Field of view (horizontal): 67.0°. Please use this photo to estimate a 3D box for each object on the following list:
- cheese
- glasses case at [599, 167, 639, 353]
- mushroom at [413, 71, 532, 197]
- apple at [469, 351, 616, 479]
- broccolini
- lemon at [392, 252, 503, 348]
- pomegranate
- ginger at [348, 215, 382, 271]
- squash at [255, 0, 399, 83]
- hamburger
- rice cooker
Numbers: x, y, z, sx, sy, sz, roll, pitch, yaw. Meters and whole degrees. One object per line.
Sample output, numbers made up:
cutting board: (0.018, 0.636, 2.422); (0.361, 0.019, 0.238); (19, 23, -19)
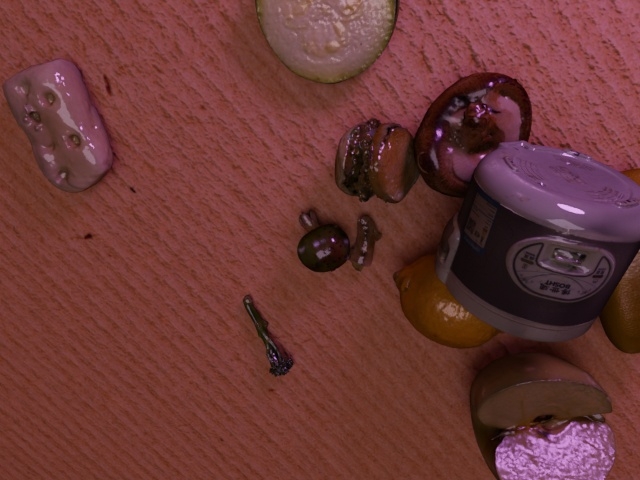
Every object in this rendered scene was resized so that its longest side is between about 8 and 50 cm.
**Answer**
cheese: (-0.542, -0.231, 1.012); (0.159, 0.093, 0.262); (-14, 110, 15)
glasses case: (0.589, 0.057, 0.924); (0.141, 0.173, 0.371); (-15, 109, 18)
mushroom: (0.271, -0.190, 0.887); (0.231, 0.138, 0.194); (-46, 135, 7)
apple: (0.463, 0.384, 1.044); (0.258, 0.233, 0.294); (-16, 91, 0)
broccolini: (-0.132, 0.232, 1.159); (0.067, 0.058, 0.216); (-19, 107, 18)
lemon: (0.267, 0.121, 0.988); (0.257, 0.188, 0.188); (27, 113, 2)
pomegranate: (0.000, 0.000, 1.029); (0.115, 0.114, 0.142); (-30, 79, 18)
ginger: (0.095, 0.012, 1.048); (0.058, 0.044, 0.137); (19, 113, 20)
squash: (0.013, -0.412, 0.856); (0.252, 0.049, 0.252); (7, 124, 10)
hamburger: (0.107, -0.160, 0.927); (0.131, 0.184, 0.159); (14, 151, 42)
rice cooker: (0.355, 0.005, 0.805); (0.289, 0.288, 0.276); (13, 123, 2)
